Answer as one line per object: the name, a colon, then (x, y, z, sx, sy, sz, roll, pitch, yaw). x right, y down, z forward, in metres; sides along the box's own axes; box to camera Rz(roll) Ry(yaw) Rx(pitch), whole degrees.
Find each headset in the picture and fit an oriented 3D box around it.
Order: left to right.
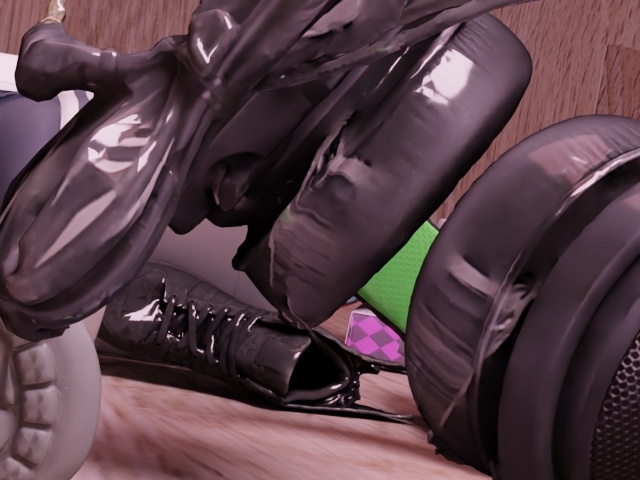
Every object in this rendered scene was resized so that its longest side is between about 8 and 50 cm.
headset: (0.030, 0.013, 0.503, 0.243, 0.185, 0.394, 38, -9, 22)

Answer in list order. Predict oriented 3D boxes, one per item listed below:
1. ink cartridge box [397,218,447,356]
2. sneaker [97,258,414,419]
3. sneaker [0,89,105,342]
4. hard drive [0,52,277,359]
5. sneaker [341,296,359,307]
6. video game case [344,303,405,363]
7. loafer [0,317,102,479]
ink cartridge box: (0.151, 0.057, 0.805, 0.190, 0.082, 0.139, 17, 0, -10)
sneaker: (-0.036, 0.052, 0.800, 0.170, 0.051, 0.089, 22, -6, -30)
sneaker: (-0.175, 0.002, 0.639, 0.127, 0.126, 0.321, 14, -12, -23)
hard drive: (-0.165, -0.018, 0.827, 0.307, 0.040, 0.203, 9, -40, -6)
sneaker: (0.000, 0.000, 1.073, 0.125, 0.104, 0.262, -12, 7, 18)
video game case: (0.141, 0.081, 1.150, 0.232, 0.042, 0.210, 10, 3, 7)
loafer: (-0.173, 0.020, 0.443, 0.251, 0.094, 0.087, 9, 6, 14)
